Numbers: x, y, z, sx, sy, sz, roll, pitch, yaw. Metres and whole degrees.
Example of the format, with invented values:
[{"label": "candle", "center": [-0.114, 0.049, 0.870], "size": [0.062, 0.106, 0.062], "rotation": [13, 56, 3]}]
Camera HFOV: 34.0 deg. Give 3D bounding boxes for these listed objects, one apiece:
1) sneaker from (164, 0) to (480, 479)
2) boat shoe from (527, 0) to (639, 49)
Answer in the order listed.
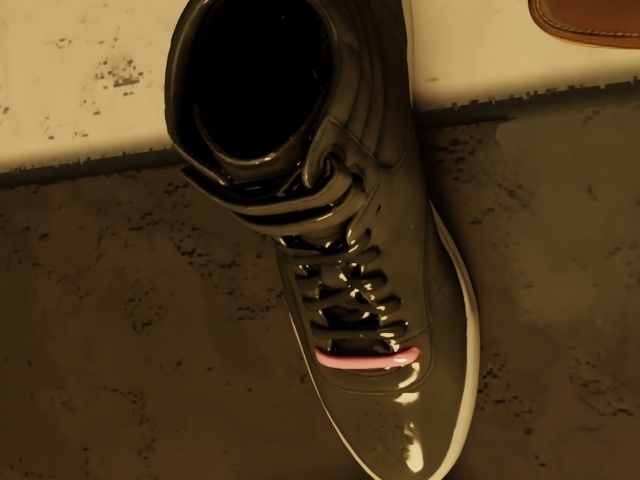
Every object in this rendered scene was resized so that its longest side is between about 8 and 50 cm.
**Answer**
[{"label": "sneaker", "center": [0.000, 0.000, 0.487], "size": [0.104, 0.147, 0.296], "rotation": [-5, 102, 24]}, {"label": "boat shoe", "center": [0.170, -0.112, 0.428], "size": [0.178, 0.060, 0.064], "rotation": [0, 103, 25]}]
